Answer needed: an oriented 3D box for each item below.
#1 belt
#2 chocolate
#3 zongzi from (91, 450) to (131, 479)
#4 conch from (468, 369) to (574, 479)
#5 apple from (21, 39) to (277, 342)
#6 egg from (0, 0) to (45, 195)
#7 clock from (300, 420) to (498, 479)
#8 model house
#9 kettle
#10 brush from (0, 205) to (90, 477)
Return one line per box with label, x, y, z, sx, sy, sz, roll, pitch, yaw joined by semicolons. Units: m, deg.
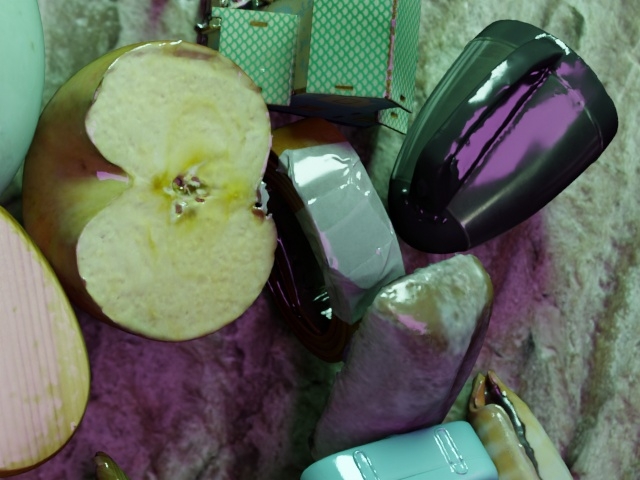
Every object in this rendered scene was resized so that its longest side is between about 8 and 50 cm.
belt;0.000;0.000;1.479;0.105;0.184;0.261;-24;106;-29
chocolate;0.100;0.153;1.495;0.185;0.303;0.100;-27;60;-40
zongzi;-0.127;0.359;1.445;0.286;0.134;0.288;1;82;-38
conch;0.232;0.293;1.675;0.158;0.127;0.255;-5;64;-58
apple;-0.183;-0.053;1.379;0.251;0.163;0.293;4;93;-44
egg;-0.377;-0.164;1.171;0.276;0.276;0.389;15;50;-31
clock;0.056;0.315;1.507;0.223;0.274;0.094;-9;56;-29
model house;0.020;-0.217;1.478;0.271;0.206;0.178;11;85;-31
kettle;0.194;-0.095;1.575;0.271;0.251;0.207;-47;106;-14
brush;-0.324;0.089;1.291;0.174;0.166;0.267;-6;93;-30
